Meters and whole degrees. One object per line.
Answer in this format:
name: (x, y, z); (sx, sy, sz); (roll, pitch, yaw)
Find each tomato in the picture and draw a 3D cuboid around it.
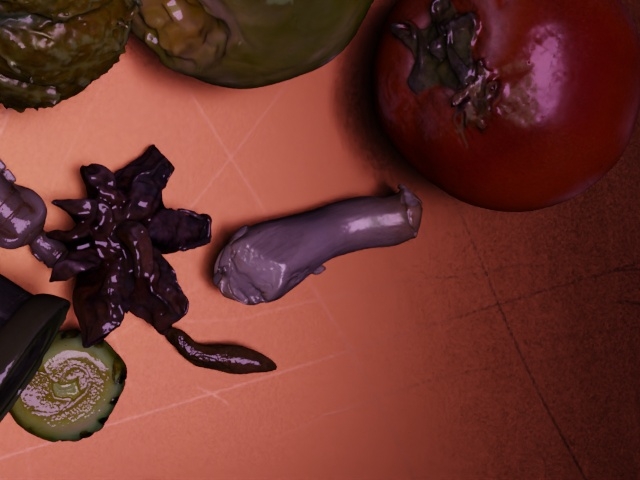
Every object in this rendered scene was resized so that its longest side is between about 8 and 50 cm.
tomato: (0.234, -0.191, 1.617); (0.321, 0.321, 0.322); (-1, 94, -17)

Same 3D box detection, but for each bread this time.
bread: (-0.297, 0.167, 1.583); (0.130, 0.071, 0.139); (37, 89, -10)

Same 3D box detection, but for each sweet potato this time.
sweet potato: (-0.127, 0.138, 1.652); (0.153, 0.038, 0.041); (20, 66, -9)

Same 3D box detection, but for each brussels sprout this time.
brussels sprout: (-0.085, -0.339, 1.514); (0.344, 0.268, 0.344); (-1, 96, -11)

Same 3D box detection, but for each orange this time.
orange: (-0.318, -0.299, 1.439); (0.223, 0.300, 0.301); (-32, 141, -38)

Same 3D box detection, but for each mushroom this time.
mushroom: (-0.002, 0.000, 1.653); (0.278, 0.096, 0.099); (-21, 100, -19)

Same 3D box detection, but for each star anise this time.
star anise: (-0.212, 0.009, 1.568); (0.214, 0.099, 0.220); (-21, 95, -33)

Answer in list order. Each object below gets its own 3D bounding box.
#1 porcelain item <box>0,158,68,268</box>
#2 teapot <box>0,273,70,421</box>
porcelain item: (-0.360, -0.037, 1.559); (0.213, 0.054, 0.084); (45, 80, -19)
teapot: (-0.469, 0.077, 1.455); (0.337, 0.270, 0.200); (33, 41, -1)
